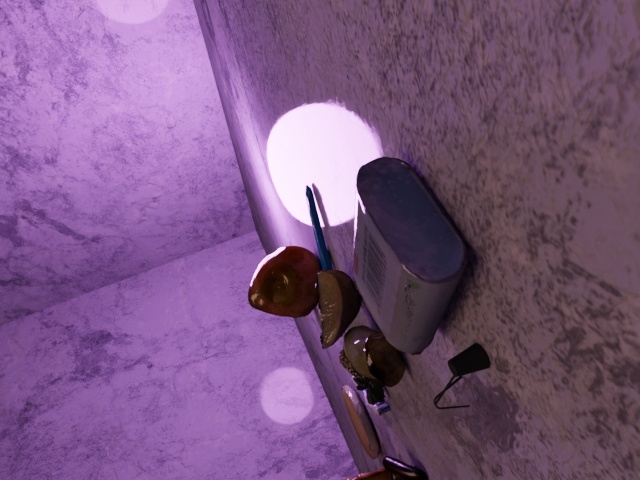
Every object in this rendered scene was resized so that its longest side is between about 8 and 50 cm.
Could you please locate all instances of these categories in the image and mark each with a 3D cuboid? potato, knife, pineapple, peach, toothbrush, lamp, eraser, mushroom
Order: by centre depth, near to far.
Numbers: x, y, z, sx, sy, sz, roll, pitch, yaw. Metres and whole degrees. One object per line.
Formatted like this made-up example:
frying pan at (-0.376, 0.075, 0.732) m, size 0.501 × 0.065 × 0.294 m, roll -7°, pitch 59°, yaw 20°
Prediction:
lamp at (0.169, 0.172, 0.626) m, size 0.121 × 0.054 × 0.041 m, roll 82°, pitch 164°, yaw -51°
eraser at (0.099, 0.030, 0.638) m, size 0.174 × 0.081 × 0.227 m, roll 60°, pitch 166°, yaw 28°
mushroom at (0.094, 0.232, 1.078) m, size 0.333 × 0.087 × 0.107 m, roll 153°, pitch 95°, yaw -82°
potato at (0.055, 0.145, 1.093) m, size 0.100 × 0.089 × 0.172 m, roll 17°, pitch -117°, yaw -46°
knife at (0.002, -0.001, 1.260) m, size 0.044 × 0.026 × 0.297 m, roll -134°, pitch 28°, yaw -60°
pineapple at (0.108, 0.336, 1.266) m, size 0.159 × 0.074 × 0.074 m, roll 54°, pitch 163°, yaw 41°
toothbrush at (0.127, 0.436, 1.442) m, size 0.386 × 0.040 × 0.040 m, roll 151°, pitch 97°, yaw -80°
peach at (-0.100, 0.134, 1.493) m, size 0.214 × 0.235 × 0.214 m, roll 61°, pitch 176°, yaw 6°

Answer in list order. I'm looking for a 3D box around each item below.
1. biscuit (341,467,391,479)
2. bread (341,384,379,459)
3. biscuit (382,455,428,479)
biscuit at (0.098, 0.803, 1.612) m, size 0.296 × 0.296 × 0.102 m, roll 90°, pitch 164°, yaw -64°
bread at (0.140, 0.625, 1.756) m, size 0.267 × 0.040 × 0.267 m, roll 159°, pitch 90°, yaw -79°
biscuit at (0.214, 0.631, 1.196) m, size 0.151 × 0.063 × 0.235 m, roll -6°, pitch 91°, yaw 60°
